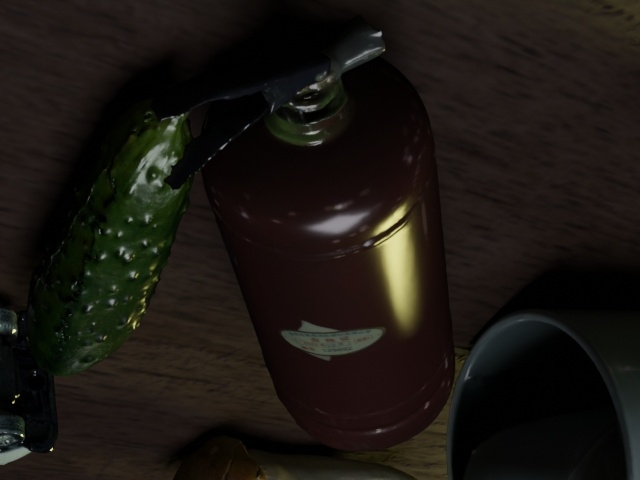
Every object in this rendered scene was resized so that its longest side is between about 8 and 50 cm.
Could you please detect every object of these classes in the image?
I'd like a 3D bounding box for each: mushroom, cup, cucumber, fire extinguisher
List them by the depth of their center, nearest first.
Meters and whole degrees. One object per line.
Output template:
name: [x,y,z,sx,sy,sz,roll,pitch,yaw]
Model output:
fire extinguisher: [0.000,0.000,0.792,0.135,0.114,0.337,-36,151,-14]
cucumber: [-0.108,-0.002,0.796,0.069,0.069,0.227,1,143,-26]
cup: [0.267,0.151,1.077,0.312,0.205,0.205,2,145,-29]
mushroom: [-0.014,0.188,1.142,0.209,0.071,0.084,8,109,-39]

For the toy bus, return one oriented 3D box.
toy bus: [-0.246,0.080,0.846,0.194,0.087,0.089,11,149,-39]
